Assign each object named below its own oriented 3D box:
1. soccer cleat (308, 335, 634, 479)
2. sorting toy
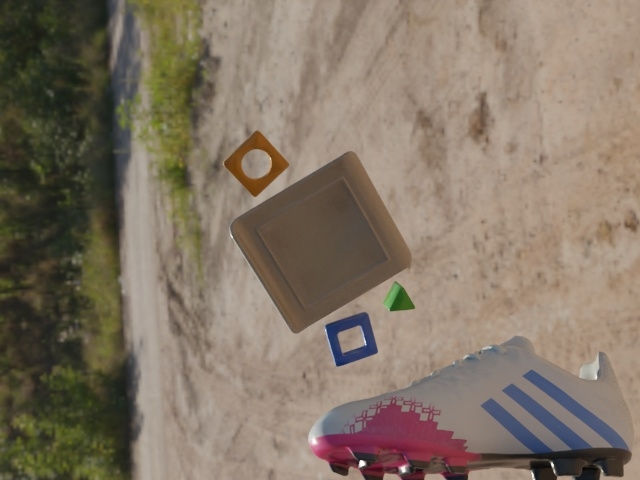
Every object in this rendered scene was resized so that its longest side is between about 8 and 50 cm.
[{"bbox_3d":[0.147,0.163,0.914,0.116,0.331,0.143,123,149,-61],"label":"soccer cleat"},{"bbox_3d":[0.000,0.000,1.238,0.348,0.196,0.047,60,175,-19],"label":"sorting toy"}]
